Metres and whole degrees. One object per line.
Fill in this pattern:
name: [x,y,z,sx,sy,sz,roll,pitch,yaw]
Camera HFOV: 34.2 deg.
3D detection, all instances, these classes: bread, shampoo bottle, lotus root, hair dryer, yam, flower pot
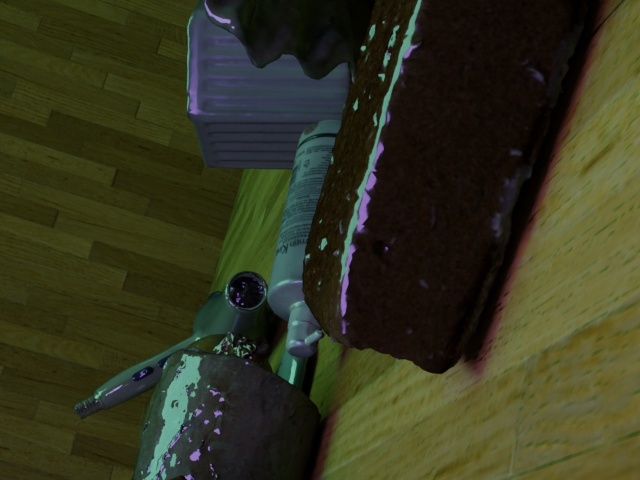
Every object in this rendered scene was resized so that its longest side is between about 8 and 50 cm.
bread: [0.092,-0.131,0.634,0.165,0.113,0.416,-115,42,-79]
shampoo bottle: [0.000,0.000,1.043,0.085,0.085,0.262,119,165,-53]
lotus root: [-0.144,0.213,1.314,0.342,0.151,0.169,118,168,-51]
hair dryer: [-0.167,0.134,1.415,0.298,0.119,0.296,-24,-15,-38]
yam: [-0.100,0.247,0.950,0.161,0.161,0.268,134,151,-72]
flower pot: [-0.052,-0.204,1.262,0.239,0.190,0.209,-83,-6,-56]

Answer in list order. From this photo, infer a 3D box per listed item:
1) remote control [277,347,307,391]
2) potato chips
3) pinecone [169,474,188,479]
remote control: [-0.059,0.227,1.104,0.097,0.045,0.256,136,153,-72]
potato chips: [-0.039,-0.281,0.960,0.097,0.373,0.389,-32,16,18]
pinecone: [-0.114,0.292,0.739,0.264,0.264,0.264,-163,90,-81]
